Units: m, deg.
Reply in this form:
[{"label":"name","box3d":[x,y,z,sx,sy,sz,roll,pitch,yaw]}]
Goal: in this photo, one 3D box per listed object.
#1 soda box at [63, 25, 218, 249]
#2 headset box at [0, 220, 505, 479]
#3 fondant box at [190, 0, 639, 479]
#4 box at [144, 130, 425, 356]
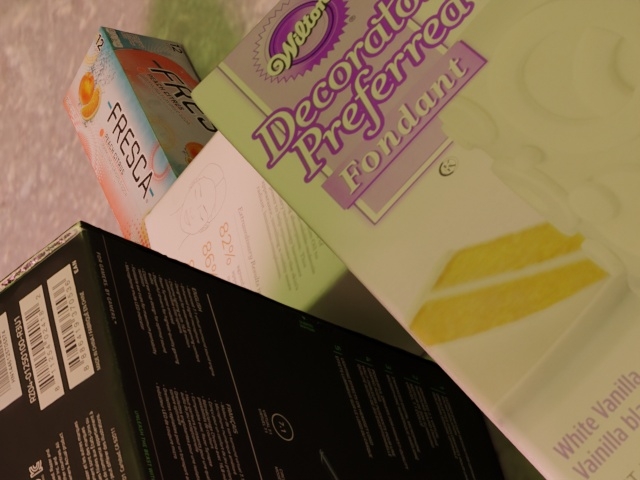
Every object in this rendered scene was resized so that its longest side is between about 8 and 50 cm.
[{"label":"soda box","box3d":[-0.091,-0.046,1.141,0.063,0.058,0.183,-58,42,29]},{"label":"headset box","box3d":[-0.018,0.159,0.812,0.131,0.283,0.246,-36,54,26]},{"label":"fondant box","box3d":[0.122,-0.045,0.731,0.238,0.096,0.330,-46,40,2]},{"label":"box","box3d":[0.000,0.000,0.973,0.170,0.091,0.130,-45,48,40]}]
